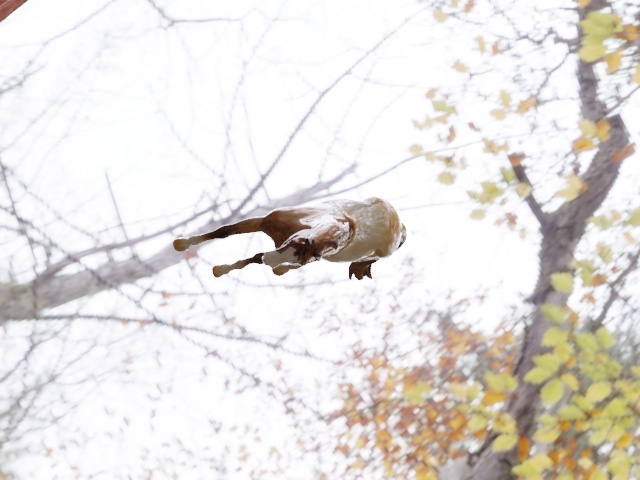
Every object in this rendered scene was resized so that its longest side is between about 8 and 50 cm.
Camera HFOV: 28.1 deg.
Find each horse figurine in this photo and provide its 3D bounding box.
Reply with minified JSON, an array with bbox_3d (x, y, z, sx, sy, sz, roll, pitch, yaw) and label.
[{"bbox_3d":[0.000,0.000,1.140,0.174,0.263,0.066,-13,-98,35],"label":"horse figurine"}]

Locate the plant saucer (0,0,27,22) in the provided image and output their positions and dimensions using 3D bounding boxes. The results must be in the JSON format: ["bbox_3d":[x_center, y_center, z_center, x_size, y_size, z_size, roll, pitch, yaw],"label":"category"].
[{"bbox_3d":[-0.430,-0.301,1.272,0.259,0.258,0.048,46,-28,-7],"label":"plant saucer"}]
